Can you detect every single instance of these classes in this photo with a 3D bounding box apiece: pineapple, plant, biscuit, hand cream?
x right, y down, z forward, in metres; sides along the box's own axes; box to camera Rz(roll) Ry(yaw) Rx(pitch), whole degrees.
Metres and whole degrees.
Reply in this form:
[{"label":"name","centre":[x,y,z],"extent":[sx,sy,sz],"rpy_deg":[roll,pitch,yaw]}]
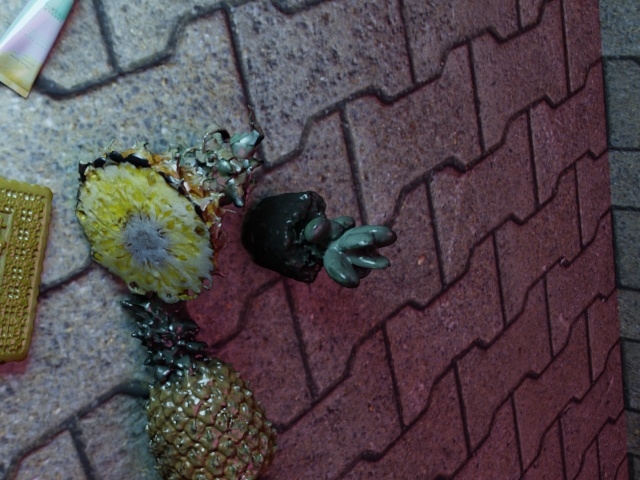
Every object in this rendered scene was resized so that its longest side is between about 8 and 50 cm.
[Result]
[{"label":"pineapple","centre":[-0.209,0.241,1.351],"extent":[0.202,0.202,0.362],"rpy_deg":[-33,102,-43]},{"label":"plant","centre":[0.000,-0.002,1.466],"extent":[0.149,0.274,0.146],"rpy_deg":[46,67,-43]},{"label":"pineapple","centre":[-0.193,-0.085,1.284],"extent":[0.272,0.262,0.262],"rpy_deg":[-51,133,-47]},{"label":"biscuit","centre":[-0.445,0.041,1.128],"extent":[0.172,0.029,0.254],"rpy_deg":[10,89,-51]},{"label":"hand cream","centre":[-0.379,-0.284,1.144],"extent":[0.076,0.047,0.174],"rpy_deg":[39,76,-48]}]

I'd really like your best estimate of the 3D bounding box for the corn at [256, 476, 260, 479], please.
[{"label":"corn","centre":[-0.159,0.458,1.494],"extent":[0.092,0.092,0.280],"rpy_deg":[41,64,-46]}]
